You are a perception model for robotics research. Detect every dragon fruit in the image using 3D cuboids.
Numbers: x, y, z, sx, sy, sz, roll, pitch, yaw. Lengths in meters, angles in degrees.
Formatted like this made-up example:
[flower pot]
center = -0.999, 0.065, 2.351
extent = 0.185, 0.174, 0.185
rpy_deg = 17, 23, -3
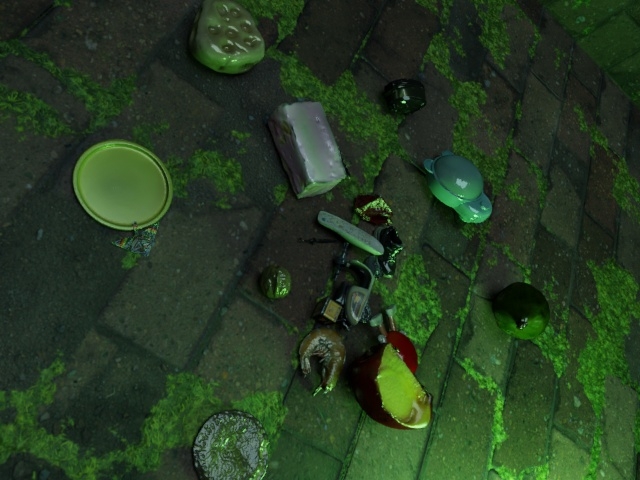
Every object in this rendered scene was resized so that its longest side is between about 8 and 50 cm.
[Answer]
[dragon fruit]
center = 0.167, -0.081, 1.639
extent = 0.131, 0.097, 0.063
rpy_deg = 51, 56, -32

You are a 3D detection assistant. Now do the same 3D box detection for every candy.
[candy]
center = -0.037, -0.271, 1.539
extent = 0.155, 0.115, 0.265
rpy_deg = -18, 84, -35

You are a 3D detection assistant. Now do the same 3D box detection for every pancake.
[pancake]
center = -0.206, 0.498, 1.228
extent = 0.199, 0.021, 0.199
rpy_deg = 11, 68, -29

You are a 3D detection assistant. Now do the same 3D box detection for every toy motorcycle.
[toy motorcycle]
center = 0.090, 0.137, 1.500
extent = 0.157, 0.091, 0.263
rpy_deg = 33, 58, -15

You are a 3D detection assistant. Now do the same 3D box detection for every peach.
[peach]
center = 0.184, 0.421, 1.424
extent = 0.267, 0.154, 0.159
rpy_deg = 50, 61, -17

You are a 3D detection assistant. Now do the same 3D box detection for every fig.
[fig]
center = 0.683, 0.245, 1.755
extent = 0.195, 0.195, 0.245
rpy_deg = 63, 11, 0

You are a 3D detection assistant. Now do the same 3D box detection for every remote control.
[remote control]
center = 0.089, -0.016, 1.563
extent = 0.229, 0.044, 0.073
rpy_deg = 27, 32, -9

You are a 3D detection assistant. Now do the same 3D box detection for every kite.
[kite]
center = -0.435, -0.002, 1.250
extent = 0.122, 0.004, 0.090
rpy_deg = -22, 100, -32

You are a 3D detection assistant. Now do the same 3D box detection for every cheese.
[cheese]
center = -0.268, -0.576, 1.495
extent = 0.218, 0.117, 0.235
rpy_deg = 39, 56, -17

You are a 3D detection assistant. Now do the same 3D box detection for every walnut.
[walnut]
center = -0.119, 0.109, 1.381
extent = 0.092, 0.092, 0.092
rpy_deg = 11, 68, -29

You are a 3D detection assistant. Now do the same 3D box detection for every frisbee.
[frisbee]
center = -0.478, -0.136, 1.272
extent = 0.235, 0.017, 0.236
rpy_deg = 11, 69, -30

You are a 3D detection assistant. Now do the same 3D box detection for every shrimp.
[shrimp]
center = 0.000, 0.326, 1.411
extent = 0.132, 0.052, 0.188
rpy_deg = 15, 59, -7

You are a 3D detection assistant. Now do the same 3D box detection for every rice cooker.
[rice cooker]
center = 0.298, -0.505, 1.835
extent = 0.165, 0.112, 0.107
rpy_deg = -10, 86, -34

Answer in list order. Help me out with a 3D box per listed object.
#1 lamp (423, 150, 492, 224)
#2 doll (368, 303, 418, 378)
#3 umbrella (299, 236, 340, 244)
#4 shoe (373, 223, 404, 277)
[lamp]
center = 0.488, -0.187, 1.826
extent = 0.209, 0.147, 0.284
rpy_deg = -27, 90, -38
[doll]
center = 0.222, 0.306, 1.524
extent = 0.183, 0.085, 0.217
rpy_deg = -16, 77, -57
[umbrella]
center = 0.002, 0.002, 1.531
extent = 0.148, 0.022, 0.022
rpy_deg = 3, 110, -32
[shoe]
center = 0.218, 0.027, 1.611
extent = 0.071, 0.099, 0.169
rpy_deg = 8, 70, -32
